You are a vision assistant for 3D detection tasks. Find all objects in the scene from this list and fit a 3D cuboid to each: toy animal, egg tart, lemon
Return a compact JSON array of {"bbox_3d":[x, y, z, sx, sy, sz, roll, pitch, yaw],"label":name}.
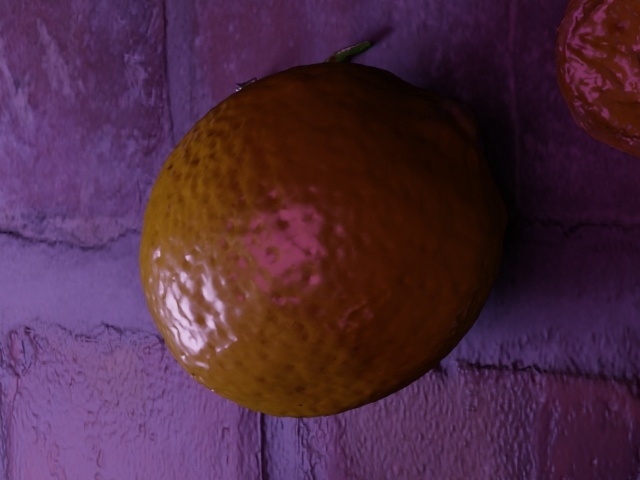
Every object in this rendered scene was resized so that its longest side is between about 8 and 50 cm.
[{"bbox_3d":[-0.039,-0.146,1.617,0.217,0.041,0.075,-46,74,22],"label":"toy animal"},{"bbox_3d":[0.294,-0.160,1.393,0.191,0.074,0.191,4,97,32],"label":"egg tart"},{"bbox_3d":[-0.002,0.001,1.452,0.336,0.336,0.336,4,97,31],"label":"lemon"}]
